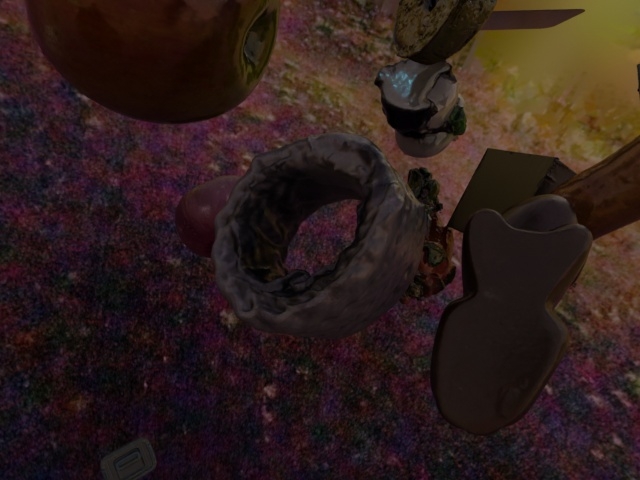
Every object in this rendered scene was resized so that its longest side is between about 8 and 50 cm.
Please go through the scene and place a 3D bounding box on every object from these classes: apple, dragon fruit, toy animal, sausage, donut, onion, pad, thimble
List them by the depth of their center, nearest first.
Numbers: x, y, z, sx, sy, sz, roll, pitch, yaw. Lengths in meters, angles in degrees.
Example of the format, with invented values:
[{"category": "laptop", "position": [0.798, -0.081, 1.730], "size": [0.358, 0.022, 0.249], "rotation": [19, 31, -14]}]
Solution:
[{"category": "thimble", "position": [0.000, 0.000, 0.493], "size": [0.157, 0.245, 0.217], "rotation": [24, 37, -63]}, {"category": "sausage", "position": [0.432, -0.091, 0.555], "size": [0.108, 0.270, 0.109], "rotation": [24, 44, -26]}, {"category": "apple", "position": [-0.223, -0.336, 0.605], "size": [0.339, 0.340, 0.340], "rotation": [12, 38, -10]}, {"category": "donut", "position": [0.257, -0.483, 0.844], "size": [0.107, 0.272, 0.272], "rotation": [17, 36, -22]}, {"category": "dragon fruit", "position": [0.194, -0.011, 0.865], "size": [0.198, 0.270, 0.200], "rotation": [8, 18, -5]}, {"category": "toy animal", "position": [0.275, -0.328, 1.076], "size": [0.266, 0.212, 0.213], "rotation": [38, 16, -49]}, {"category": "pad", "position": [0.511, -0.569, 1.076], "size": [0.265, 0.002, 0.176], "rotation": [-2, 13, -1]}, {"category": "onion", "position": [-0.323, -0.064, 1.490], "size": [0.358, 0.359, 0.345], "rotation": [-18, 48, -39]}]

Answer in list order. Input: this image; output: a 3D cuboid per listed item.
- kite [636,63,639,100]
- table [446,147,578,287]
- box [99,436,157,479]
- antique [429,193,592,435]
[{"category": "kite", "position": [0.712, -0.332, 0.775], "size": [0.405, 0.369, 0.014], "rotation": [-16, 50, -16]}, {"category": "table", "position": [0.386, -0.046, 0.770], "size": [0.193, 0.169, 0.172], "rotation": [22, 9, -22]}, {"category": "box", "position": [-0.402, 0.460, 0.869], "size": [0.099, 0.054, 0.074], "rotation": [-20, 93, -33]}, {"category": "antique", "position": [0.206, 0.070, 0.460], "size": [0.121, 0.257, 0.143], "rotation": [16, 0, 25]}]
